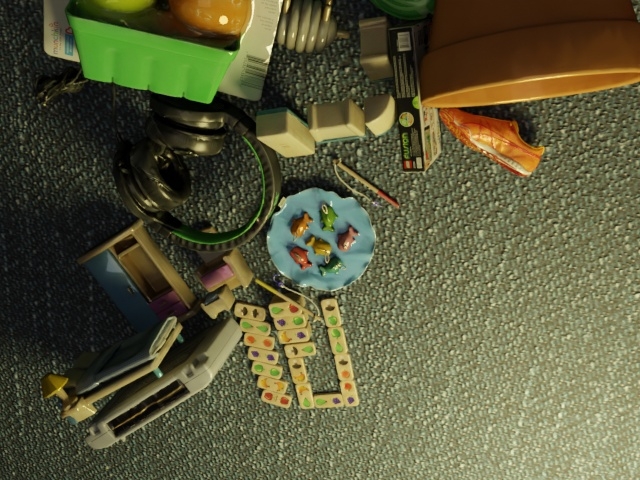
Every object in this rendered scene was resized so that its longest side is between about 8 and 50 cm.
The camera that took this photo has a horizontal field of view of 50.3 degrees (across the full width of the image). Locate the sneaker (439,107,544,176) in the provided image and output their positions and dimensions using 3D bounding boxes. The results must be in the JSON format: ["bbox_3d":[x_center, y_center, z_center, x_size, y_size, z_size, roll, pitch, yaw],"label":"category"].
[{"bbox_3d":[0.262,-0.166,1.052,0.175,0.064,0.067,29,94,-8],"label":"sneaker"}]

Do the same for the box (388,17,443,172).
[{"bbox_3d":[0.144,-0.216,1.011,0.036,0.114,0.206,1,113,24],"label":"box"}]

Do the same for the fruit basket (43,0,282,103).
[{"bbox_3d":[-0.208,-0.380,0.932,0.327,0.165,0.352,9,124,-11],"label":"fruit basket"}]

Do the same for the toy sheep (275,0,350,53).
[{"bbox_3d":[-0.020,-0.321,1.014,0.132,0.091,0.091,14,114,-2],"label":"toy sheep"}]

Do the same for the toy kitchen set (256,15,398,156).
[{"bbox_3d":[0.018,-0.232,1.047,0.207,0.122,0.165,-4,81,18],"label":"toy kitchen set"}]

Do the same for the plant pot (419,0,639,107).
[{"bbox_3d":[0.266,-0.293,0.888,0.291,0.291,0.203,-5,95,12],"label":"plant pot"}]

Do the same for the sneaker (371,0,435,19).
[{"bbox_3d":[0.061,-0.425,0.933,0.109,0.123,0.295,-34,104,20],"label":"sneaker"}]

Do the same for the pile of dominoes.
[{"bbox_3d":[-0.047,0.218,1.268,0.196,0.040,0.251,-8,110,13],"label":"pile of dominoes"}]

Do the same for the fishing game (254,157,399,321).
[{"bbox_3d":[0.000,0.000,1.153,0.189,0.041,0.264,36,105,-5],"label":"fishing game"}]

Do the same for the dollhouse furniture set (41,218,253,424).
[{"bbox_3d":[-0.310,0.105,1.122,0.287,0.303,0.198,-29,106,19],"label":"dollhouse furniture set"}]

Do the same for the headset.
[{"bbox_3d":[-0.251,-0.138,1.073,0.394,0.185,0.243,38,113,-3],"label":"headset"}]

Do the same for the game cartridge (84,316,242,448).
[{"bbox_3d":[-0.277,0.252,1.236,0.294,0.196,0.060,-33,103,20],"label":"game cartridge"}]
